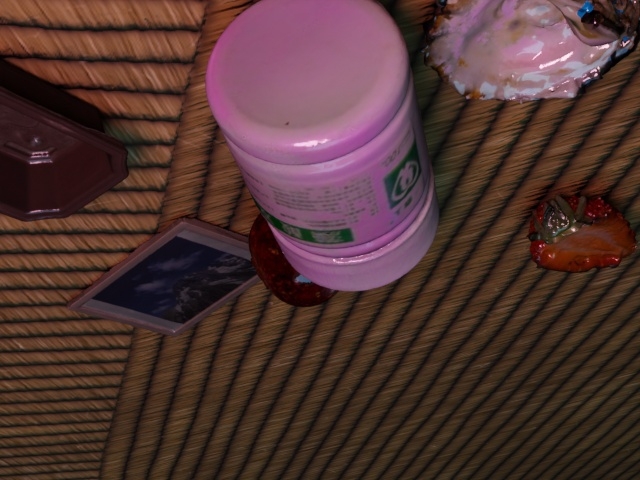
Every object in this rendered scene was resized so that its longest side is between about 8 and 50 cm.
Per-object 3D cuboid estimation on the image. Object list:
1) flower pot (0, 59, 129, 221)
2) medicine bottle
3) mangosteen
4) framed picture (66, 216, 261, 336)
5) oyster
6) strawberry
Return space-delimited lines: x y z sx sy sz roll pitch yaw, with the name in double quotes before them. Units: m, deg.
"flower pot" -0.341 -0.119 1.210 0.179 0.084 0.251 -30 146 28
"medicine bottle" 0.013 -0.101 1.229 0.212 0.212 0.325 -14 151 5
"mangosteen" -0.010 -0.004 1.476 0.181 0.156 0.146 -45 116 2
"framed picture" -0.206 0.057 1.616 0.209 0.019 0.281 18 139 -40
"oyster" 0.237 -0.231 1.209 0.260 0.092 0.198 0 149 0
"strawberry" 0.373 -0.018 1.610 0.192 0.085 0.140 -9 143 -13
